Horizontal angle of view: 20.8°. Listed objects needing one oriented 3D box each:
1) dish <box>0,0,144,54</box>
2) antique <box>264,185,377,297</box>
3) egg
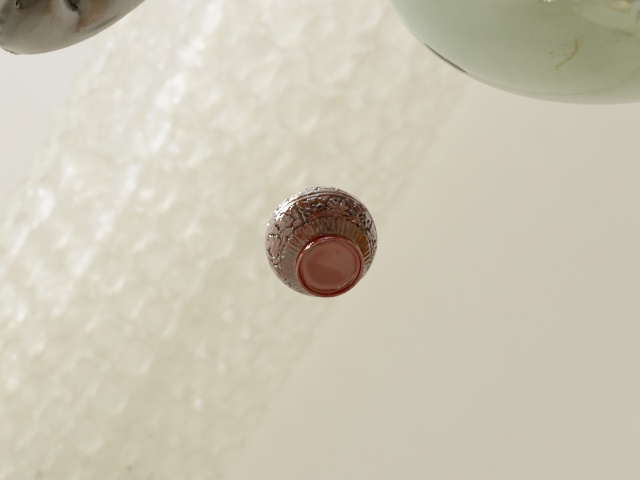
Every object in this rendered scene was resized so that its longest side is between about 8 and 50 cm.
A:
[{"bbox_3d":[-0.154,-0.210,1.112,0.124,0.324,0.324,56,-150,7],"label":"dish"},{"bbox_3d":[0.000,0.000,1.517,0.104,0.104,0.104,26,-153,-14],"label":"antique"},{"bbox_3d":[0.157,-0.173,1.060,0.264,0.182,0.183,14,-150,-14],"label":"egg"}]
